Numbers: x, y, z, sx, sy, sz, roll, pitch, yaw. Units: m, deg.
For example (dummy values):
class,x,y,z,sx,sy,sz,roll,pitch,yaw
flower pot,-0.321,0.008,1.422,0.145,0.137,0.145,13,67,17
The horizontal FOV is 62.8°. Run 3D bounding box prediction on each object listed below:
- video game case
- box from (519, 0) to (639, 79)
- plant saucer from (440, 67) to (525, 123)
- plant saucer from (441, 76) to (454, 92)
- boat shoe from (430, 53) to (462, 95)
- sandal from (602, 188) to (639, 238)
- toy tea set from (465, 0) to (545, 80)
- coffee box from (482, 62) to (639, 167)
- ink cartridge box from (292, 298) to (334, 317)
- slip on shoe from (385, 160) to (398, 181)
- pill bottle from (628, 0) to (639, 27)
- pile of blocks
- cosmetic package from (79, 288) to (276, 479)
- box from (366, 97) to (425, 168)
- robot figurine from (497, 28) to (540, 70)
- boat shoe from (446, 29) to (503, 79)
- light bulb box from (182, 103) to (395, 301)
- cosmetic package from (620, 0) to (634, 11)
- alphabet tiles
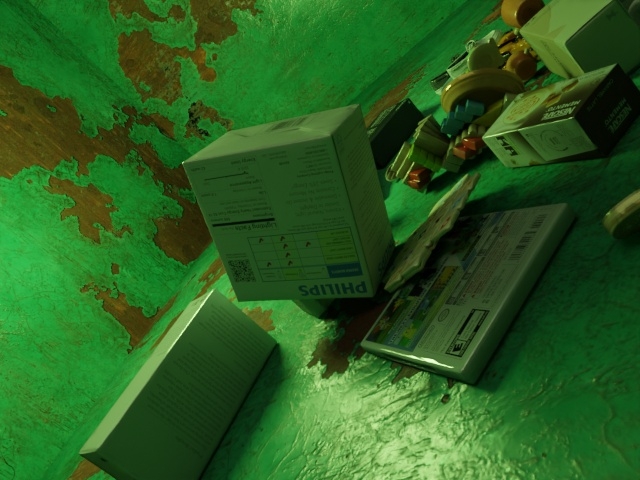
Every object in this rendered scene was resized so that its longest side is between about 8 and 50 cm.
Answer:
class,x,y,z,sx,sy,sz,roll,pitch,yaw
video game case,0.240,0.078,0.908,0.329,0.036,0.300,-52,17,-18
box,0.566,-0.438,1.145,0.121,0.148,0.311,-41,16,20
plant saucer,0.397,-0.343,1.287,0.200,0.200,0.037,-25,55,50
plant saucer,0.499,-0.557,1.781,0.195,0.037,0.195,-40,17,15
boat shoe,0.494,-0.630,1.897,0.228,0.076,0.080,-39,18,22
sandal,0.477,-0.066,0.643,0.240,0.088,0.079,-45,46,27
toy tea set,0.493,-0.502,1.390,0.336,0.200,0.124,-44,24,25
coffee box,0.451,-0.226,0.998,0.141,0.098,0.246,-49,16,-10
ink cartridge box,-0.025,0.129,1.338,0.090,0.092,0.143,-49,18,-13
slip on shoe,0.248,-0.232,1.626,0.135,0.051,0.041,-60,-20,-17
pill bottle,0.702,-0.502,1.063,0.152,0.086,0.086,-50,17,-13
pile of blocks,0.317,-0.237,1.268,0.362,0.149,0.113,-34,21,34
cosmetic package,-0.323,0.367,1.265,0.161,0.230,0.453,-29,23,47
box,0.228,-0.375,1.901,0.261,0.103,0.184,-50,15,-16
robot figurine,0.551,-0.549,1.551,0.211,0.085,0.291,-52,18,-21
boat shoe,0.453,-0.557,1.551,0.184,0.063,0.066,-42,24,34
light bulb box,-0.054,-0.073,1.181,0.357,0.361,0.225,-5,27,25
cosmetic package,0.688,-0.627,1.279,0.151,0.151,0.184,-30,22,44
alphabet tiles,0.224,-0.016,1.072,0.284,0.021,0.278,-52,-1,-34
